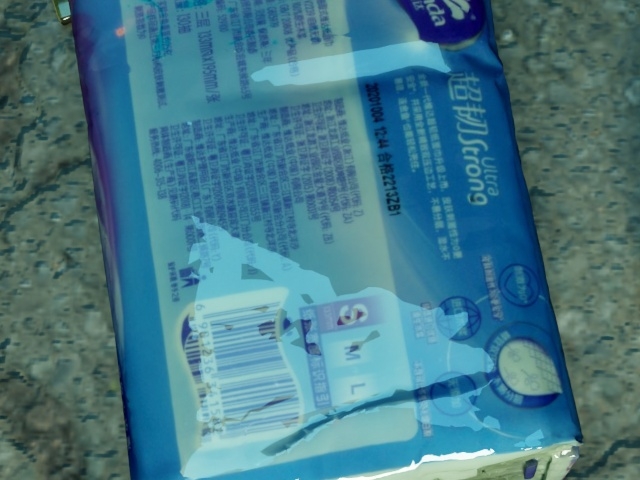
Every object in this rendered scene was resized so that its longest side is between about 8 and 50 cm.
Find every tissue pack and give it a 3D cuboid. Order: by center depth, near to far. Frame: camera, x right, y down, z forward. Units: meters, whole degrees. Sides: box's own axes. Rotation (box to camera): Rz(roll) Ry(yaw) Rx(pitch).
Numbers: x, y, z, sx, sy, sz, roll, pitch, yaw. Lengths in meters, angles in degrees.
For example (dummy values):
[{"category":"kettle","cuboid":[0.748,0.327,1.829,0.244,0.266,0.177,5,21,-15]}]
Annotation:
[{"category":"tissue pack","cuboid":[0.000,0.000,0.753,0.198,0.146,0.263,-10,71,0]}]

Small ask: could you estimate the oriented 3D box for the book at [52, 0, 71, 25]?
[{"category":"book","cuboid":[-0.058,-0.225,0.894,0.228,0.024,0.160,-17,74,-1]}]
